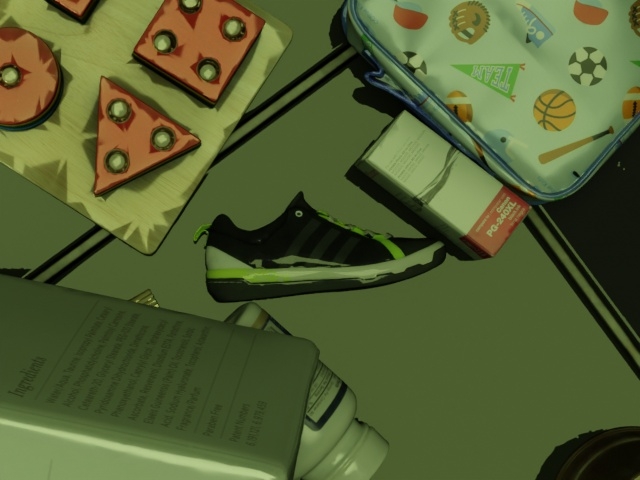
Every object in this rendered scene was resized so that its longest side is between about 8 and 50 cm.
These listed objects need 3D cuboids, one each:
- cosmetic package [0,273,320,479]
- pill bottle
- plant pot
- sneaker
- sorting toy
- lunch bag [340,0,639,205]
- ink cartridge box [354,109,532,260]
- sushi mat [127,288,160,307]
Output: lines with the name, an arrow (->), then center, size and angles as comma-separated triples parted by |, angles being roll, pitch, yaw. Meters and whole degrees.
cosmetic package -> -0.230, 0.237, 1.571 | 0.393, 0.327, 0.329 | 12, 106, 1
pill bottle -> -0.032, 0.156, 1.759 | 0.186, 0.112, 0.112 | 43, 86, -7
plant pot -> 0.305, 0.258, 1.755 | 0.167, 0.165, 0.167 | 0, 88, -3
sneaker -> 0.000, 0.000, 1.782 | 0.234, 0.084, 0.097 | -6, 87, -5
sorting toy -> -0.196, -0.160, 1.771 | 0.257, 0.089, 0.255 | 33, 86, -3
lunch bag -> 0.171, -0.191, 1.789 | 0.303, 0.115, 0.243 | 43, 88, -2
ink cartridge box -> 0.112, -0.051, 1.779 | 0.150, 0.109, 0.063 | 38, 87, -2
sushi mat -> -0.262, 0.186, 1.790 | 0.316, 0.019, 0.151 | -29, 91, -5
